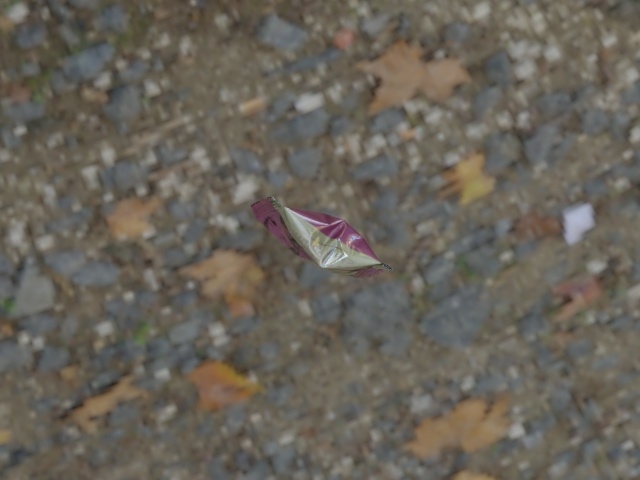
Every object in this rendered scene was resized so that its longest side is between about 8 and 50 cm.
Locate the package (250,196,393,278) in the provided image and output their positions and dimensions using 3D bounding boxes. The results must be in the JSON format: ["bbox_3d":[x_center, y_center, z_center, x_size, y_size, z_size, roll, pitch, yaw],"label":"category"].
[{"bbox_3d":[0.000,0.000,0.965,0.083,0.029,0.059,32,168,-9],"label":"package"}]
